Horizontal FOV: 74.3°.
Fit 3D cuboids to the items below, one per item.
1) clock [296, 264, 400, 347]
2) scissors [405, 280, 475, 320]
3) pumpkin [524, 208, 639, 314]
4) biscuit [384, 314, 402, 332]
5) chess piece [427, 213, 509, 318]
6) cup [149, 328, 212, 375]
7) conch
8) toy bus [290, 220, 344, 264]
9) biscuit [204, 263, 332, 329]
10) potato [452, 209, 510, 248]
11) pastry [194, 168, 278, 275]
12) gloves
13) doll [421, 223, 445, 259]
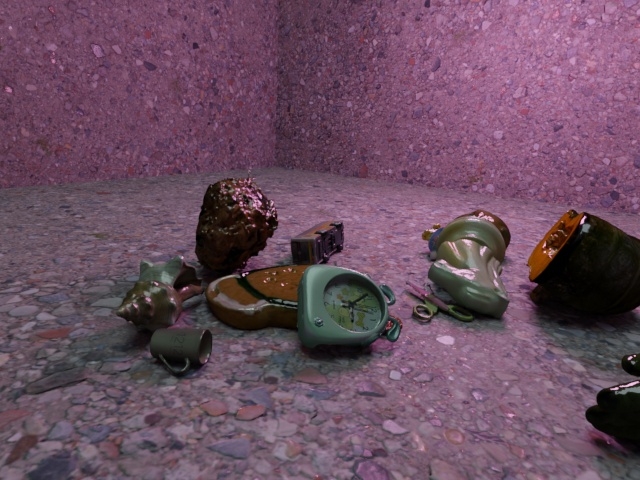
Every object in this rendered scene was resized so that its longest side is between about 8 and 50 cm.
[{"bbox_3d":[0.052,0.125,0.761,0.189,0.060,0.148,10,51,-13],"label":"clock"},{"bbox_3d":[0.250,0.133,0.951,0.134,0.020,0.187,4,17,-10],"label":"scissors"},{"bbox_3d":[0.609,0.076,0.963,0.232,0.242,0.325,40,23,15],"label":"pumpkin"},{"bbox_3d":[0.113,0.163,0.826,0.091,0.015,0.078,10,19,25],"label":"biscuit"},{"bbox_3d":[0.351,0.066,1.005,0.176,0.175,0.298,8,26,17],"label":"chess piece"},{"bbox_3d":[-0.222,0.176,0.671,0.083,0.074,0.054,2,-21,7],"label":"cup"},{"bbox_3d":[-0.295,0.087,0.773,0.114,0.137,0.234,17,28,-1],"label":"conch"},{"bbox_3d":[0.000,0.000,1.261,0.106,0.092,0.268,0,13,21],"label":"toy bus"},{"bbox_3d":[-0.058,0.112,0.897,0.344,0.057,0.287,-6,18,-30],"label":"biscuit"},{"bbox_3d":[0.516,-0.022,1.365,0.155,0.137,0.200,-29,24,-14],"label":"potato"},{"bbox_3d":[-0.208,-0.034,1.060,0.193,0.274,0.275,8,14,-13],"label":"pastry"},{"bbox_3d":[0.474,0.213,0.547,0.268,0.135,0.107,2,-26,-11],"label":"gloves"},{"bbox_3d":[0.405,0.019,1.257,0.135,0.098,0.241,2,13,-24],"label":"doll"}]
